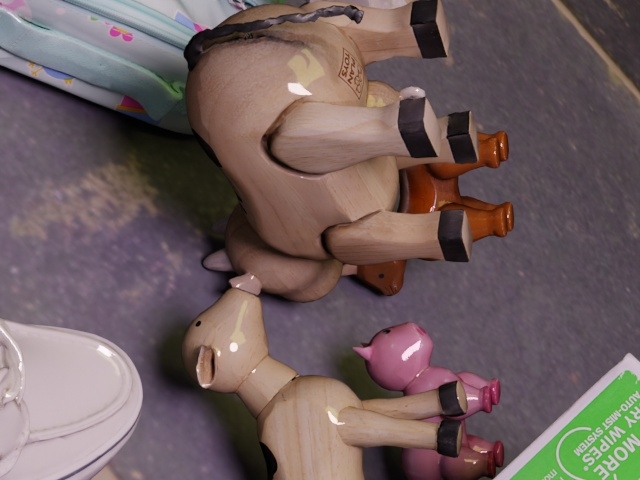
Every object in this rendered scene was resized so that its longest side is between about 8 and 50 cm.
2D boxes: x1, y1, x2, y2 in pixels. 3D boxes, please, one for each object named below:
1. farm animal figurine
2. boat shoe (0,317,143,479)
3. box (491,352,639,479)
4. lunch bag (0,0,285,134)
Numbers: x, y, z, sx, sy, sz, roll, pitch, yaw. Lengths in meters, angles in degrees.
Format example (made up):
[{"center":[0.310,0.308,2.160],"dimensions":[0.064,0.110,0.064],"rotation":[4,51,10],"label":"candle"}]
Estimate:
[{"center":[0.000,0.000,0.907],"dimensions":[0.330,0.172,0.327],"rotation":[-75,157,-49],"label":"farm animal figurine"},{"center":[-0.178,0.069,0.741],"dimensions":[0.267,0.088,0.096],"rotation":[3,55,-44],"label":"boat shoe"},{"center":[0.201,0.204,0.813],"dimensions":[0.231,0.127,0.262],"rotation":[46,-5,22],"label":"box"},{"center":[-0.145,-0.190,0.996],"dimensions":[0.279,0.108,0.224],"rotation":[18,44,-32],"label":"lunch bag"}]
